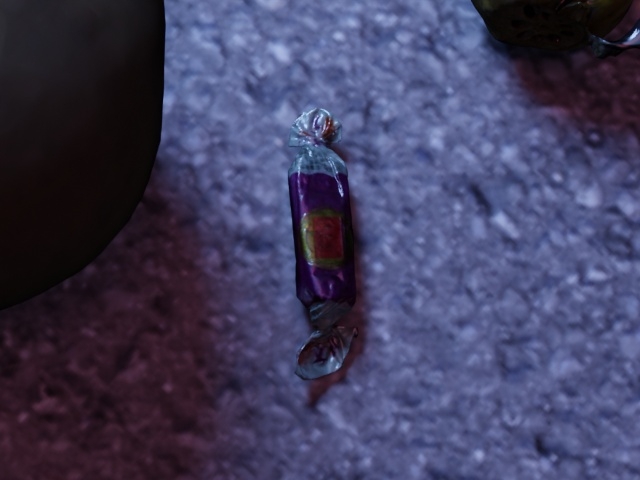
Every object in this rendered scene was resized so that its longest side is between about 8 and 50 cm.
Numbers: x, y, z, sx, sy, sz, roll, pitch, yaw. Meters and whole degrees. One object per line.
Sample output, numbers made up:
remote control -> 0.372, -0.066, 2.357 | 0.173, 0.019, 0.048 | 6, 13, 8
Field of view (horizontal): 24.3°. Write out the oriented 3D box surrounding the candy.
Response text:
candy -> 0.000, 0.000, 0.940 | 0.045, 0.043, 0.175 | -1, 80, -18

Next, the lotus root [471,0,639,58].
lotus root -> 0.163, -0.236, 0.965 | 0.124, 0.123, 0.241 | 24, 73, -33

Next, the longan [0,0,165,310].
longan -> -0.230, -0.095, 0.805 | 0.297, 0.297, 0.297 | 1, 80, -8
